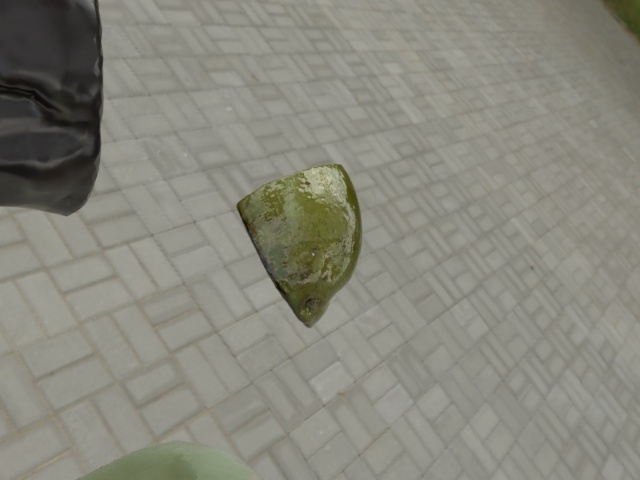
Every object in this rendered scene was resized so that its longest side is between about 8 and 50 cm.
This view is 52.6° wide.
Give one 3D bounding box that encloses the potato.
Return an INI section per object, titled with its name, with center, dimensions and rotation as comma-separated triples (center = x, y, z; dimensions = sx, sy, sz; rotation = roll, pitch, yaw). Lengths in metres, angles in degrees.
[potato]
center = 0.000, 0.000, 0.660
dimensions = 0.149, 0.120, 0.081
rotation = 61, 0, 4

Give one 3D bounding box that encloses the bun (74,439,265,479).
[bun]
center = -0.126, 0.299, 0.453
dimensions = 0.187, 0.293, 0.293
rotation = 61, 30, -27

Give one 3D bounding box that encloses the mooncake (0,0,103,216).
[mooncake]
center = -0.365, -0.216, 0.644
dimensions = 0.212, 0.351, 0.381
rotation = -3, 19, -40
